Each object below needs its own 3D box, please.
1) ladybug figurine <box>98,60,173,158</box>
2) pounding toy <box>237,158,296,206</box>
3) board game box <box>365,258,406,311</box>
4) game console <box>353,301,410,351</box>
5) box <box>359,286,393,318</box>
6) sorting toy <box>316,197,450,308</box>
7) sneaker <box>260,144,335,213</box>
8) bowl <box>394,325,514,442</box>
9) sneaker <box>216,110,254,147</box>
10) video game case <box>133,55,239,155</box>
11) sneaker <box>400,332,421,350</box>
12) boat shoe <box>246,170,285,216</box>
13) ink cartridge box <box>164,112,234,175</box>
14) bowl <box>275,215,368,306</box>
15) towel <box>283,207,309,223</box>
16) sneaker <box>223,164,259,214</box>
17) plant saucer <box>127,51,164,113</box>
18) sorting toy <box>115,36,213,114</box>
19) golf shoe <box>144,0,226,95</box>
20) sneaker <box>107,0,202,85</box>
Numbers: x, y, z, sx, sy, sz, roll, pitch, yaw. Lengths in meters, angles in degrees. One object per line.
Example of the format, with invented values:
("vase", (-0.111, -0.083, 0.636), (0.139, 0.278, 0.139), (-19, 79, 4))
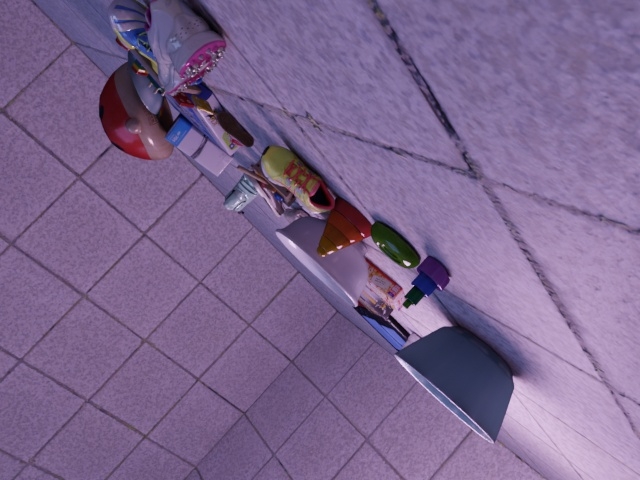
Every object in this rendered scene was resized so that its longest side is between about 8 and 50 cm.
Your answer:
("ladybug figurine", (-0.564, -0.386, 1.898), (0.449, 0.161, 0.305), (-111, 2, -71))
("pounding toy", (-0.113, -0.152, 1.495), (0.130, 0.100, 0.141), (42, 173, 6))
("board game box", (0.159, 0.117, 1.807), (0.193, 0.045, 0.147), (40, 172, 22))
("game console", (0.309, 0.392, 2.567), (0.386, 0.060, 0.342), (44, 173, -15))
("box", (0.142, 0.173, 2.196), (0.231, 0.056, 0.183), (44, 172, -8))
("sorting toy", (0.106, 0.037, 1.298), (0.365, 0.126, 0.127), (37, 170, 47))
("sneaker", (-0.040, -0.133, 1.344), (0.208, 0.081, 0.094), (40, 169, -31))
("bowl", (0.351, 0.329, 1.525), (0.311, 0.163, 0.311), (43, 173, 7))
("sneaker", (-0.226, -0.282, 1.584), (0.118, 0.042, 0.067), (44, 170, -24))
("video game case", (-0.346, -0.372, 1.648), (0.269, 0.061, 0.244), (40, 172, 23))
("sneaker", (0.374, 0.434, 2.212), (0.090, 0.115, 0.232), (48, 171, -37))
("boat shoe", (-0.141, -0.143, 1.832), (0.081, 0.068, 0.228), (53, 178, 28))
("ink cartridge box", (-0.357, -0.293, 1.849), (0.190, 0.082, 0.140), (38, -166, -20))
("bowl", (0.030, 0.031, 1.650), (0.298, 0.134, 0.298), (43, 173, 6))
("towel", (0.000, 0.000, 1.999), (0.282, 0.049, 0.187), (46, 171, -14))
("sneaker", (-0.244, -0.154, 2.010), (0.094, 0.151, 0.256), (45, 172, -3))
("plant saucer", (-0.476, -0.453, 1.736), (0.195, 0.037, 0.195), (-15, -90, -82))
("sorting toy", (-0.364, -0.379, 1.456), (0.274, 0.046, 0.132), (48, -155, 16))
("golf shoe", (-0.258, -0.356, 1.128), (0.140, 0.115, 0.306), (54, 163, -13))
("sneaker", (-0.325, -0.407, 1.287), (0.126, 0.091, 0.240), (24, 171, 33))
